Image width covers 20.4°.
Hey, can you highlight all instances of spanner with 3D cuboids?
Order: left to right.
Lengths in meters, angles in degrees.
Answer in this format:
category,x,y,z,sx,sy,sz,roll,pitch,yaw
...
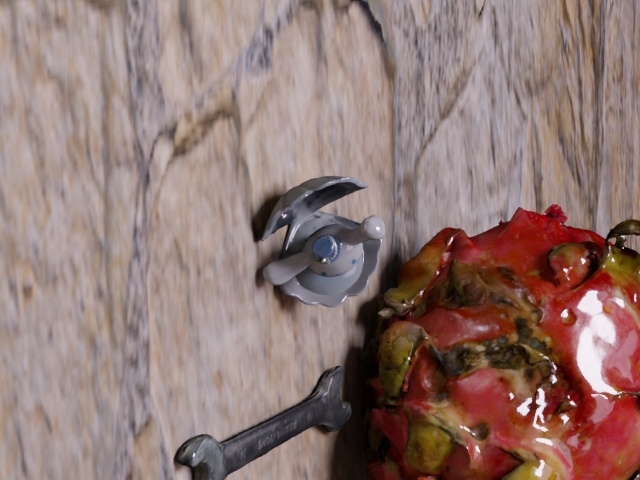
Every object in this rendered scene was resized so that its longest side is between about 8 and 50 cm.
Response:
category,x,y,z,sx,sy,sz,roll,pitch,yaw
spanner,-0.034,0.137,1.258,0.254,0.015,0.054,-19,110,-64

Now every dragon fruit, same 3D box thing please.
category,x,y,z,sx,sy,sz,roll,pitch,yaw
dragon fruit,0.160,0.134,1.404,0.250,0.269,0.291,59,38,-38

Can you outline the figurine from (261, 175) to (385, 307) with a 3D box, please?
category,x,y,z,sx,sy,sz,roll,pitch,yaw
figurine,0.000,0.000,1.236,0.082,0.094,0.086,60,-11,10
